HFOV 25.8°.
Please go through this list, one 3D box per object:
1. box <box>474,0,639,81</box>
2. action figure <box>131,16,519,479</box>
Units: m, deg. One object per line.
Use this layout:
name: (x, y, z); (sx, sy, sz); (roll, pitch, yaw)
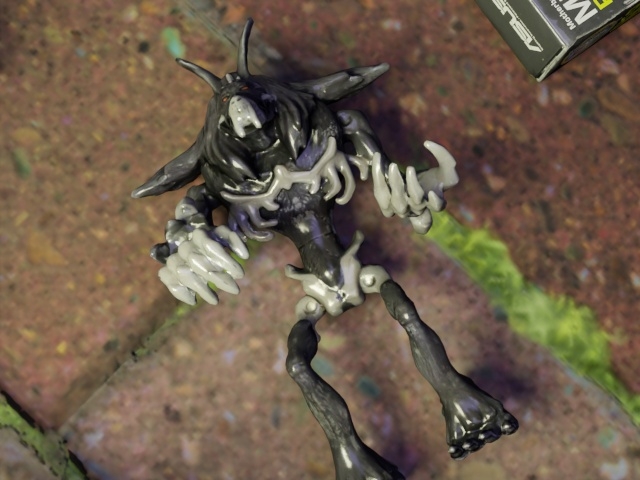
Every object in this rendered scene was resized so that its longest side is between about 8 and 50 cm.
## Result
box: (0.143, -0.268, 0.872); (0.216, 0.060, 0.270); (-35, 84, -15)
action figure: (0.000, 0.000, 0.742); (0.164, 0.141, 0.275); (-28, 84, -3)
